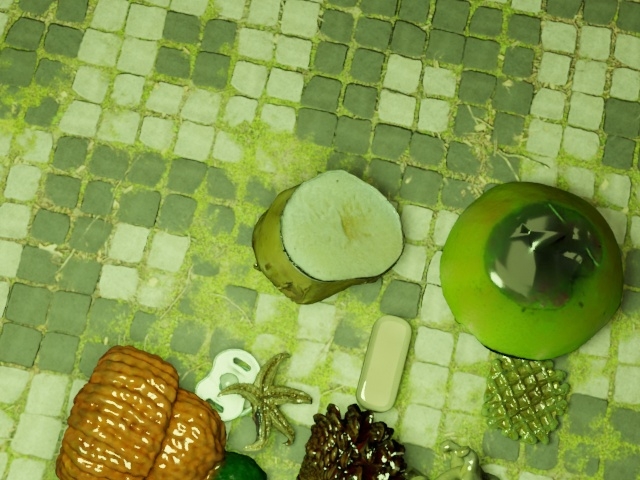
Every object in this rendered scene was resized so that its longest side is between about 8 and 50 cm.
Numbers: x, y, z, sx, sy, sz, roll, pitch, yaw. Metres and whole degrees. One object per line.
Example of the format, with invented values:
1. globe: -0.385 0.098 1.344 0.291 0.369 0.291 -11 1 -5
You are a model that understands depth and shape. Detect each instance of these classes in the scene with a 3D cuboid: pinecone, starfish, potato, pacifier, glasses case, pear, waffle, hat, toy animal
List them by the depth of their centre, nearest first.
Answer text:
1. hat: -0.273 0.377 1.592 0.400 0.285 0.285 20 77 -1
2. pinecone: 0.065 0.420 1.630 0.221 0.221 0.221 1 77 -3
3. toy animal: 0.233 0.498 1.664 0.233 0.121 0.169 -42 98 -20
4. starfish: -0.111 0.308 1.670 0.238 0.057 0.213 26 55 -36
5. pacifier: -0.175 0.288 1.688 0.127 0.116 0.150 40 76 0
6. pear: 0.444 0.040 1.733 0.398 0.165 0.399 1 73 -4
7. potato: 0.000 0.000 1.738 0.299 0.196 0.247 -7 78 -34
8. glasses case: 0.128 0.250 1.744 0.083 0.050 0.196 17 77 -1
9. waffle: 0.417 0.318 1.749 0.169 0.036 0.184 18 76 2
